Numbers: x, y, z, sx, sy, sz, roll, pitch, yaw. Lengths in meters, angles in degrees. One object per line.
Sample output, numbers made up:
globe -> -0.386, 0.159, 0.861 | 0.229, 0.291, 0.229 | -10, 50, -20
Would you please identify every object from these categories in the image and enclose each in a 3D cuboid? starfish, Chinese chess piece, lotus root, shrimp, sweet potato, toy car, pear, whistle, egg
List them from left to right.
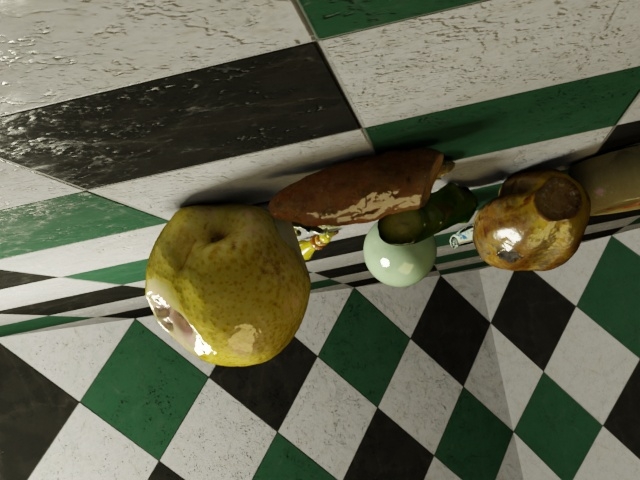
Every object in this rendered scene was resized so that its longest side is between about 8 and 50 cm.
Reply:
pear -> -0.141, 0.062, 1.455 | 0.271, 0.271, 0.271 | -11, 173, -1
starfish -> -0.056, -0.016, 1.714 | 0.208, 0.053, 0.176 | -8, 174, 4
whistle -> 0.000, 0.006, 2.042 | 0.057, 0.046, 0.109 | 12, 155, -34
sweet potato -> 0.051, -0.067, 1.311 | 0.251, 0.097, 0.097 | -13, 173, 2
egg -> 0.162, 0.020, 1.946 | 0.149, 0.150, 0.192 | -11, 174, 0
shrimp -> 0.143, -0.096, 1.495 | 0.099, 0.041, 0.180 | -24, 179, -29
toy car -> 0.401, -0.015, 2.434 | 0.095, 0.056, 0.205 | -8, 176, -22
lotus root -> 0.372, -0.036, 1.717 | 0.193, 0.193, 0.291 | -9, 174, -13
Chinese chess piece -> 0.579, -0.113, 1.750 | 0.250, 0.097, 0.251 | -10, 173, -1

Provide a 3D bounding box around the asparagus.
asparagus -> 0.206, -0.051, 1.657 | 0.085, 0.082, 0.343 | -45, 164, 31
